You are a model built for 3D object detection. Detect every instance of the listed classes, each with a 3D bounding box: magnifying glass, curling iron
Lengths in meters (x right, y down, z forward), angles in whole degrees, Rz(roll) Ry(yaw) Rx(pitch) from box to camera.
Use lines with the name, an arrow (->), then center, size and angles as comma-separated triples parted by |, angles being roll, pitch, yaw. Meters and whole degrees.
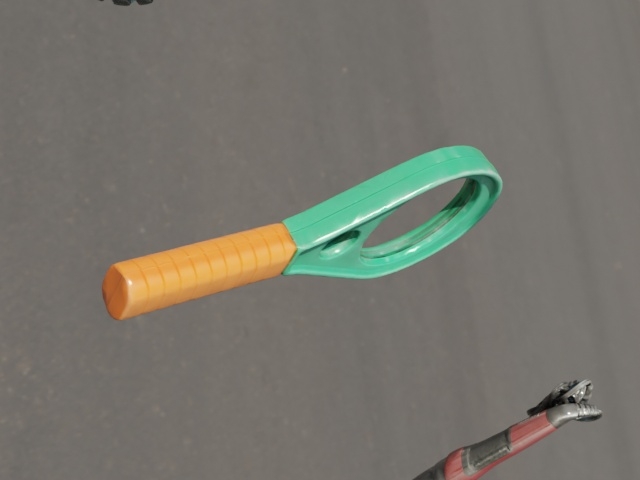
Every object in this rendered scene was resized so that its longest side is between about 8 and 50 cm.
magnifying glass -> 0.000, 0.000, 0.579 | 0.231, 0.092, 0.026 | -13, 62, -36
curling iron -> 0.122, 0.188, 0.956 | 0.068, 0.274, 0.035 | 3, 54, -48

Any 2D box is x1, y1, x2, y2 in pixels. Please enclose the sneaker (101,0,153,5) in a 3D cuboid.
sneaker -> -0.128, -0.290, 0.723 | 0.283, 0.110, 0.122 | 104, -9, -50
